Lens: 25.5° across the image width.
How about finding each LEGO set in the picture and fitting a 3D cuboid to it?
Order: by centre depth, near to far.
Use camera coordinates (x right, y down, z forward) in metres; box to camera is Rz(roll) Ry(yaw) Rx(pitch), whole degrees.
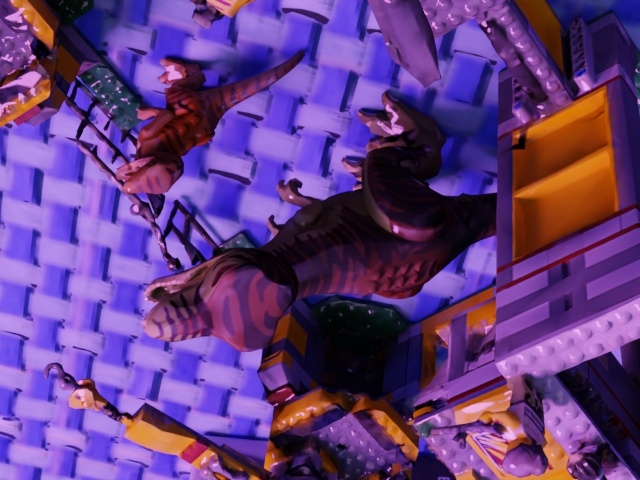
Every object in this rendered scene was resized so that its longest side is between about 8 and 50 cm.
[{"bbox_3d":[0.000,0.000,0.448,0.255,0.192,0.331,-20,122,20],"label":"LEGO set"}]

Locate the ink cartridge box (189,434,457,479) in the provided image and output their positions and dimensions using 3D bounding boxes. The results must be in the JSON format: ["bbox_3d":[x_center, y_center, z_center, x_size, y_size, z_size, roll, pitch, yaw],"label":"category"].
[{"bbox_3d":[0.036,0.176,0.569,0.208,0.206,0.045,5,131,3],"label":"ink cartridge box"}]
